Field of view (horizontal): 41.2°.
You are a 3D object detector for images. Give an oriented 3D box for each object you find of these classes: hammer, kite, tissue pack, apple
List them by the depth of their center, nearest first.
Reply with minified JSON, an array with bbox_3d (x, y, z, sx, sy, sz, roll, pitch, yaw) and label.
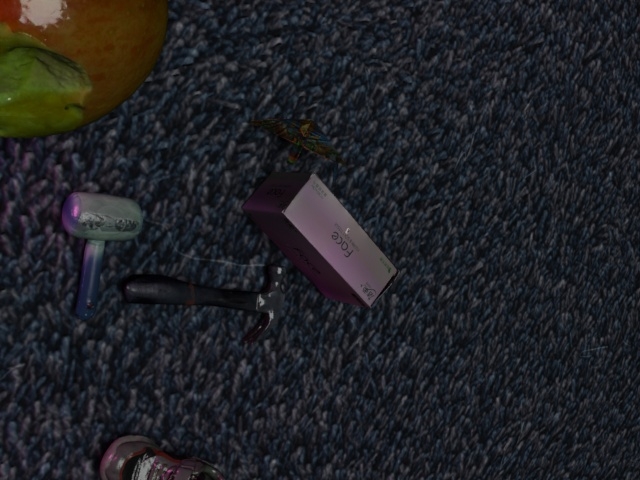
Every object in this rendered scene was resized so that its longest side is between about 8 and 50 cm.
[{"bbox_3d":[-0.350,-0.295,1.047,0.339,0.339,0.339,-5,98,-34],"label":"apple"},{"bbox_3d":[-0.333,0.026,1.264,0.116,0.069,0.194,5,101,-35],"label":"hammer"},{"bbox_3d":[-0.187,0.096,1.384,0.290,0.037,0.137,8,90,-36],"label":"hammer"},{"bbox_3d":[-0.031,-0.168,1.419,0.183,0.010,0.160,25,37,-3],"label":"kite"},{"bbox_3d":[0.000,0.000,1.437,0.246,0.148,0.092,47,70,-27],"label":"tissue pack"}]

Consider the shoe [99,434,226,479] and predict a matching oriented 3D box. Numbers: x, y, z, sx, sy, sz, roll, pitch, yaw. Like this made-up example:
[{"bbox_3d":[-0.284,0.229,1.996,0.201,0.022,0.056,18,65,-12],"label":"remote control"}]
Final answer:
[{"bbox_3d":[-0.232,0.383,1.335,0.227,0.125,0.099,27,83,-35],"label":"shoe"}]
